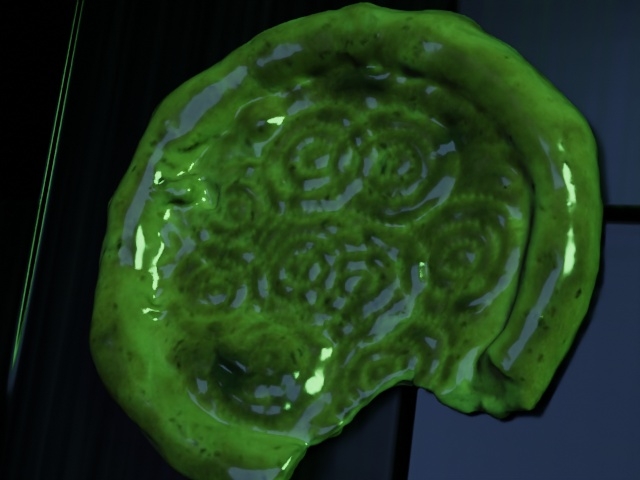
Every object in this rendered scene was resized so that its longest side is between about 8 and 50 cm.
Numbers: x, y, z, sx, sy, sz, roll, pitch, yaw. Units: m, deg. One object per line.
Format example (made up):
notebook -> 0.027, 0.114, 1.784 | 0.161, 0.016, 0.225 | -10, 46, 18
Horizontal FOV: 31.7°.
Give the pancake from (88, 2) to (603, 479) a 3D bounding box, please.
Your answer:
pancake -> 0.000, 0.000, 0.474 | 0.235, 0.029, 0.211 | -32, 65, 12
